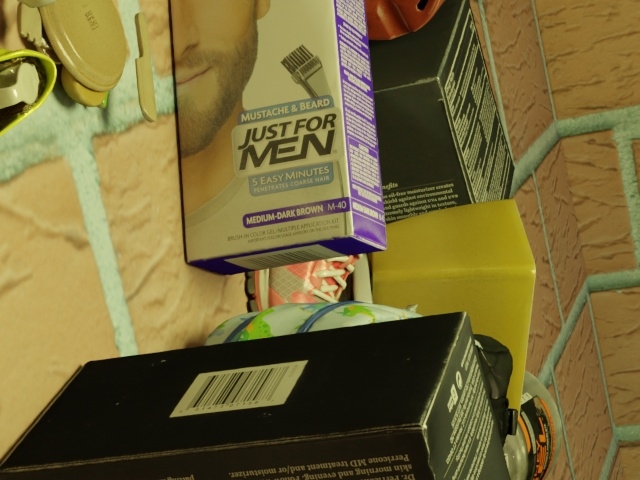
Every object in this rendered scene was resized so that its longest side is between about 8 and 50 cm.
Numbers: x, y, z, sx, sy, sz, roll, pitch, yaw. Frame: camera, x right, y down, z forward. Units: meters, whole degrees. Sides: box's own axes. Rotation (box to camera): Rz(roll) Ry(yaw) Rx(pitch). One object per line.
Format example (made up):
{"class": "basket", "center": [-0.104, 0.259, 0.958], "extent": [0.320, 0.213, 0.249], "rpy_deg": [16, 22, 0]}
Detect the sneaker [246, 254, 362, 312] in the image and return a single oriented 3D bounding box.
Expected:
{"class": "sneaker", "center": [0.000, -0.001, 1.552], "extent": [0.116, 0.136, 0.314], "rpy_deg": [35, 50, -61]}

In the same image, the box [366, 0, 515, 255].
{"class": "box", "center": [0.137, -0.142, 1.905], "extent": [0.296, 0.183, 0.294], "rpy_deg": [-68, 145, -56]}

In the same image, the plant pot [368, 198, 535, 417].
{"class": "plant pot", "center": [0.150, 0.079, 1.720], "extent": [0.212, 0.187, 0.212], "rpy_deg": [-90, -177, -65]}

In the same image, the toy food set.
{"class": "toy food set", "center": [-0.215, -0.182, 1.213], "extent": [0.192, 0.038, 0.132], "rpy_deg": [34, 43, -56]}

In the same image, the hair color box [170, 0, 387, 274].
{"class": "hair color box", "center": [-0.046, -0.147, 1.420], "extent": [0.110, 0.185, 0.338], "rpy_deg": [23, 60, -65]}

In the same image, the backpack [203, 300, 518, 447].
{"class": "backpack", "center": [0.031, 0.190, 1.379], "extent": [0.355, 0.273, 0.290], "rpy_deg": [31, 74, -70]}

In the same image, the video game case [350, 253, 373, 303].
{"class": "video game case", "center": [0.045, 0.128, 1.637], "extent": [0.201, 0.023, 0.183], "rpy_deg": [-87, 179, -74]}

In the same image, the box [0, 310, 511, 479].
{"class": "box", "center": [-0.025, 0.249, 1.094], "extent": [0.179, 0.343, 0.312], "rpy_deg": [-57, 135, -62]}

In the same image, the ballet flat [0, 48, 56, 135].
{"class": "ballet flat", "center": [-0.258, -0.091, 0.990], "extent": [0.231, 0.077, 0.077], "rpy_deg": [-55, 133, -61]}

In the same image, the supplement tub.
{"class": "supplement tub", "center": [0.195, 0.275, 1.856], "extent": [0.338, 0.207, 0.207], "rpy_deg": [-4, 86, -69]}

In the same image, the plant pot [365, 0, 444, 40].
{"class": "plant pot", "center": [0.104, -0.418, 1.855], "extent": [0.265, 0.272, 0.272], "rpy_deg": [-62, 139, -47]}

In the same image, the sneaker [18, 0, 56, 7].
{"class": "sneaker", "center": [-0.274, -0.318, 1.038], "extent": [0.152, 0.114, 0.305], "rpy_deg": [-30, 106, -54]}
